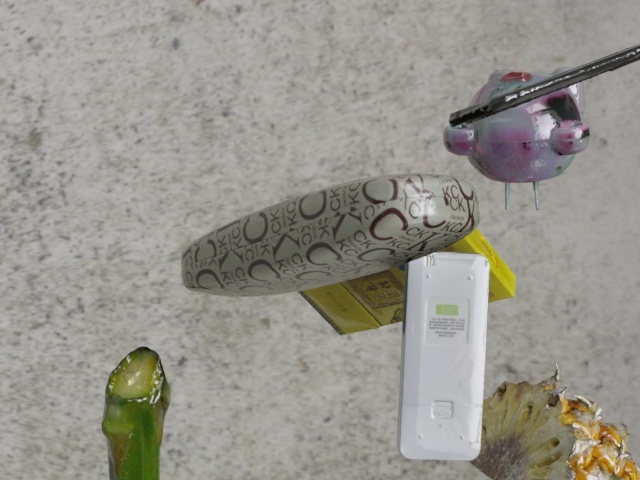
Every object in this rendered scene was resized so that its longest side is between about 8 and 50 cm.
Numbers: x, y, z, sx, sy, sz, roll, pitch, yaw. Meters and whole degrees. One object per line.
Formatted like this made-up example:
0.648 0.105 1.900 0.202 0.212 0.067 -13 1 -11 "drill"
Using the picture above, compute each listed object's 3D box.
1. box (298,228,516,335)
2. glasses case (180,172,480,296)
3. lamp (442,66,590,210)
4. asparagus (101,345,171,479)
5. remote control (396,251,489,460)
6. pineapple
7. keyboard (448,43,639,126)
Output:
0.101 0.047 1.448 0.153 0.278 0.041 46 42 -36 "box"
0.000 0.000 1.097 0.137 0.354 0.085 4 75 -44 "glasses case"
0.360 -0.186 1.934 0.301 0.247 0.248 -44 135 -63 "lamp"
-0.238 0.304 1.410 0.082 0.085 0.343 6 110 3 "asparagus"
0.147 0.138 1.314 0.103 0.034 0.250 1 93 -4 "remote control"
0.403 0.329 1.663 0.286 0.344 0.209 29 87 -24 "pineapple"
0.246 -0.158 1.047 0.262 0.106 0.016 -22 95 -23 "keyboard"
